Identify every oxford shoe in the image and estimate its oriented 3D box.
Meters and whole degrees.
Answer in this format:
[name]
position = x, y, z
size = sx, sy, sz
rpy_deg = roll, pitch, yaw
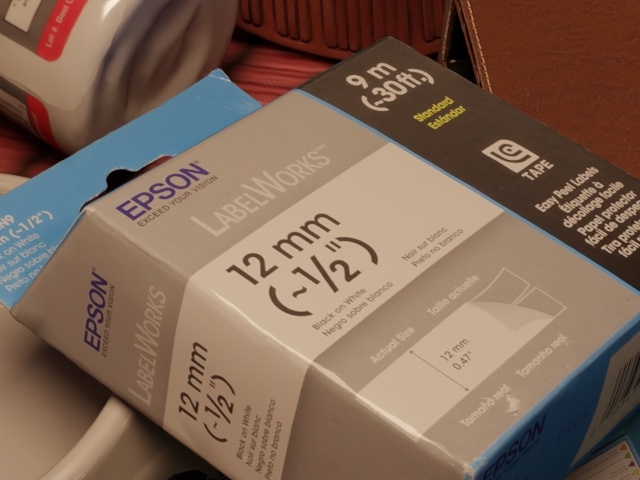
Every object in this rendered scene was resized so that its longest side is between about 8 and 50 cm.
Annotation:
[oxford shoe]
position = 0.080, -0.209, 1.221
size = 0.348, 0.123, 0.130
rpy_deg = 1, 28, 0

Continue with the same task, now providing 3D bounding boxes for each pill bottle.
[pill bottle]
position = -0.228, -0.195, 1.139
size = 0.318, 0.176, 0.176
rpy_deg = 31, 59, 19

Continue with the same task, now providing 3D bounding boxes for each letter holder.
[letter holder]
position = 0.245, -0.065, 1.080
size = 0.302, 0.152, 0.214
rpy_deg = -7, 57, -7

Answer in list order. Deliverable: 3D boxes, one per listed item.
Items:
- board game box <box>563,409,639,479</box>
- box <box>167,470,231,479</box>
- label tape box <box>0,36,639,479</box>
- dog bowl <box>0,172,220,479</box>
[board game box]
position = 0.245, 0.157, 0.887
size = 0.253, 0.079, 0.336
rpy_deg = -26, 52, 22
[box]
position = -0.047, 0.213, 0.923
size = 0.270, 0.060, 0.216
rpy_deg = -29, 61, -21
[label tape box]
position = 0.000, 0.000, 0.873
size = 0.347, 0.115, 0.249
rpy_deg = 35, 44, 22
[dog bowl]
position = -0.232, 0.095, 0.927
size = 0.348, 0.102, 0.349
rpy_deg = -5, 42, 5
